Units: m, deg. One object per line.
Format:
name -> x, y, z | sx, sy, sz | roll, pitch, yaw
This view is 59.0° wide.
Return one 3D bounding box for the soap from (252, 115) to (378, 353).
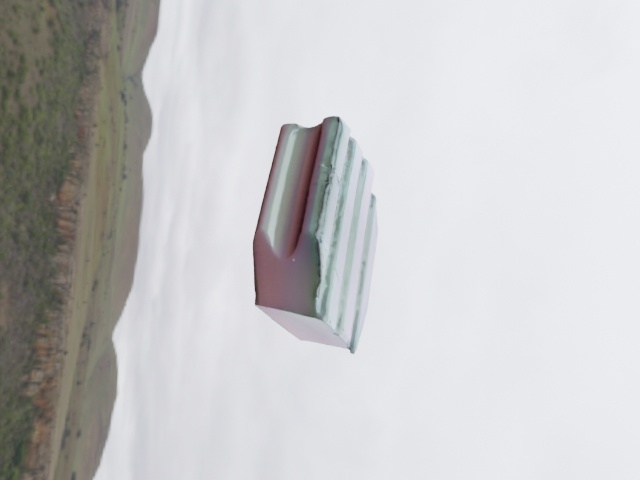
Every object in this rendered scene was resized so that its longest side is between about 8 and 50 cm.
soap -> 0.000, 0.000, 0.407 | 0.056, 0.100, 0.149 | -4, -119, 28
